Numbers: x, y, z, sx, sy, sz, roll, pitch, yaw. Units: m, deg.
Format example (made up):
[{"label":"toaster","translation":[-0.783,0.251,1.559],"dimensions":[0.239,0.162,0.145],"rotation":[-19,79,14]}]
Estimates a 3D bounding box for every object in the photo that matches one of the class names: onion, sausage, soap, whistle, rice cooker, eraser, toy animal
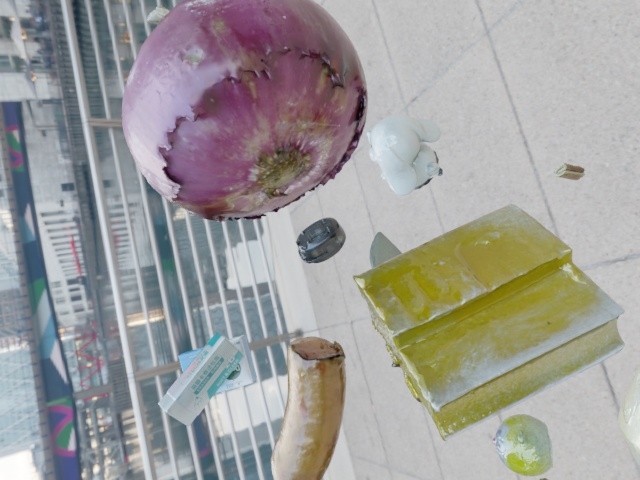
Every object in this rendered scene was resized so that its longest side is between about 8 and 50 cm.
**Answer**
[{"label":"onion","translation":[-0.102,-0.207,0.711],"dimensions":[0.358,0.358,0.345],"rotation":[118,153,-51]},{"label":"sausage","translation":[-0.021,0.290,0.755],"dimensions":[0.109,0.109,0.271],"rotation":[24,105,59]},{"label":"soap","translation":[0.226,0.103,0.679],"dimensions":[0.259,0.281,0.143],"rotation":[60,173,45]},{"label":"whistle","translation":[0.434,0.444,1.004],"dimensions":[0.123,0.123,0.223],"rotation":[52,-179,44]},{"label":"rice cooker","translation":[0.000,0.000,1.508],"dimensions":[0.112,0.165,0.106],"rotation":[55,175,47]},{"label":"eraser","translation":[-0.301,0.354,1.211],"dimensions":[0.052,0.225,0.095],"rotation":[17,151,45]},{"label":"toy animal","translation":[0.269,-0.269,1.505],"dimensions":[0.174,0.289,0.249],"rotation":[16,105,46]}]

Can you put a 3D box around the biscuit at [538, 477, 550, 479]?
[{"label":"biscuit","translation":[0.602,0.751,1.331],"dimensions":[0.082,0.168,0.070],"rotation":[39,163,53]}]

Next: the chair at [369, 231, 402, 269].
[{"label":"chair","translation":[0.299,0.106,1.396],"dimensions":[0.186,0.319,0.160],"rotation":[-11,44,33]}]

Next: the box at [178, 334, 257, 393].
[{"label":"box","translation":[-0.303,0.376,1.399],"dimensions":[0.073,0.194,0.139],"rotation":[58,-165,-84]}]

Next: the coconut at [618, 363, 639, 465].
[{"label":"coconut","translation":[0.914,0.405,1.093],"dimensions":[0.346,0.346,0.360],"rotation":[45,134,50]}]

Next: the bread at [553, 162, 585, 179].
[{"label":"bread","translation":[0.700,-0.191,1.321],"dimensions":[0.047,0.083,0.036],"rotation":[126,141,-49]}]
